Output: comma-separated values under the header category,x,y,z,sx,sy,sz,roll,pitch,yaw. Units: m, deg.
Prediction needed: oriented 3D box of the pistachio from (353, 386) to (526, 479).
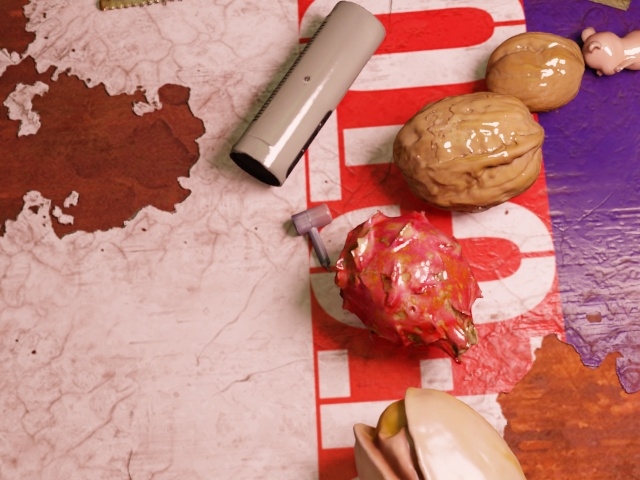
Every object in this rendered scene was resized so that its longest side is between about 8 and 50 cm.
category,x,y,z,sx,sy,sz,roll,pitch,yaw
pistachio,0.177,0.362,1.531,0.229,0.230,0.309,-32,76,-6

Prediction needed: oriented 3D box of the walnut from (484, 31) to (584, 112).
category,x,y,z,sx,sy,sz,roll,pitch,yaw
walnut,0.356,-0.278,1.793,0.166,0.149,0.167,-13,37,10

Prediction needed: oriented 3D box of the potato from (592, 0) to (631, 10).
category,x,y,z,sx,sy,sz,roll,pitch,yaw
potato,0.504,-0.493,1.884,0.120,0.081,0.149,17,73,9

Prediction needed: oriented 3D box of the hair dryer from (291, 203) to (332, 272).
category,x,y,z,sx,sy,sz,roll,pitch,yaw
hair dryer,0.000,0.000,1.782,0.063,0.037,0.114,-21,77,-4

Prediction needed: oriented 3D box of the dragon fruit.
category,x,y,z,sx,sy,sz,roll,pitch,yaw
dragon fruit,0.145,0.070,1.651,0.210,0.205,0.268,-37,69,-16

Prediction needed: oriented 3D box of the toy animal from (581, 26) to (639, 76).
category,x,y,z,sx,sy,sz,roll,pitch,yaw
toy animal,0.507,-0.324,1.825,0.150,0.083,0.089,-2,91,-13

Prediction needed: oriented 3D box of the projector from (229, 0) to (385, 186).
category,x,y,z,sx,sy,sz,roll,pitch,yaw
projector,-0.020,-0.251,1.832,0.108,0.108,0.338,30,76,15

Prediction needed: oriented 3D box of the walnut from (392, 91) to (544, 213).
category,x,y,z,sx,sy,sz,roll,pitch,yaw
walnut,0.241,-0.141,1.728,0.244,0.198,0.198,-15,70,2

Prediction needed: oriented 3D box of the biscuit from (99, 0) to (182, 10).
category,x,y,z,sx,sy,sz,roll,pitch,yaw
biscuit,-0.316,-0.496,1.995,0.203,0.016,0.144,-7,70,3
